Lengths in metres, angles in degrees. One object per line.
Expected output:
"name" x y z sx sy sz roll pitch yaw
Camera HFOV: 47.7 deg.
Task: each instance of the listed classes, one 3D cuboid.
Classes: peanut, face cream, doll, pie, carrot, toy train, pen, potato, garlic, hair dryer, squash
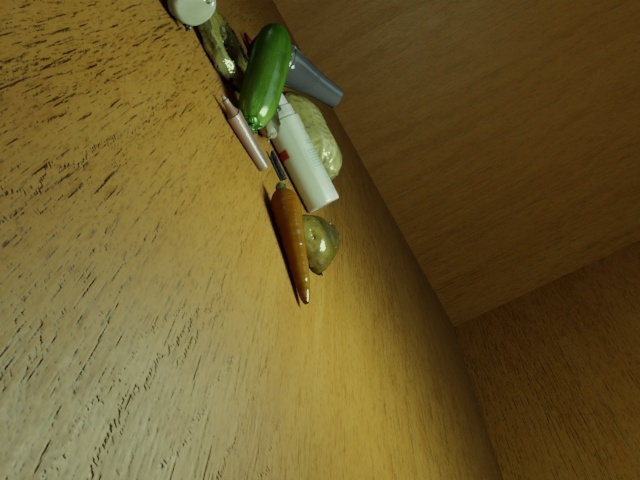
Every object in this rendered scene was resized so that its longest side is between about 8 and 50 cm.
"peanut" -0.047 -0.309 2.121 0.313 0.152 0.152 67 12 17
"face cream" -0.068 -0.249 1.992 0.345 0.102 0.102 63 11 1
"doll" -0.304 -0.573 1.653 0.110 0.107 0.180 7 53 -32
"pie" -0.243 -0.493 1.882 0.274 0.055 0.274 58 13 -21
"carrot" -0.056 -0.001 1.569 0.069 0.069 0.336 48 21 -52
"toy train" -0.112 -0.193 1.870 0.083 0.017 0.017 64 9 5
"pen" -0.178 -0.251 1.675 0.197 0.032 0.053 61 12 -23
"potato" 0.000 0.000 1.778 0.164 0.081 0.200 63 13 -7
"garlic" -0.144 -0.313 1.908 0.084 0.066 0.152 0 69 -50
"hair dryer" -0.116 -0.513 2.152 0.301 0.121 0.361 27 5 -31
"squash" -0.137 -0.417 1.818 0.107 0.107 0.395 52 38 -44

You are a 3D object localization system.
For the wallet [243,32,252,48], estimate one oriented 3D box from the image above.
"wallet" -0.201 -0.605 2.416 0.103 0.020 0.196 67 12 20
